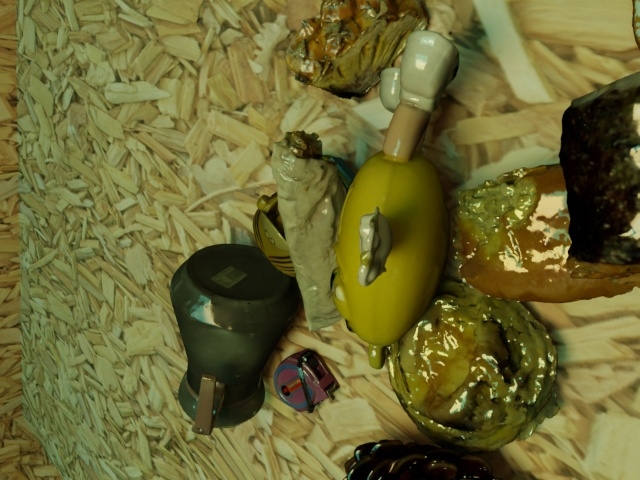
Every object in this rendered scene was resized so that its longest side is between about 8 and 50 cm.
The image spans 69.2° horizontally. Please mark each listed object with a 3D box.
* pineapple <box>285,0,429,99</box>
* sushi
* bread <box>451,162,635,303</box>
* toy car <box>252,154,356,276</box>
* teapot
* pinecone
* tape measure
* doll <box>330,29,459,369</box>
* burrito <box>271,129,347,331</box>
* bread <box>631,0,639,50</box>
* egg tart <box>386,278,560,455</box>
[{"bbox_3d":[0.050,-0.307,0.728,0.236,0.186,0.115,-34,68,-5],"label":"pineapple"},{"bbox_3d":[0.376,-0.059,0.370,0.234,0.348,0.208,-177,80,-81],"label":"sushi"},{"bbox_3d":[0.294,-0.010,0.591,0.250,0.133,0.179,-6,99,42],"label":"bread"},{"bbox_3d":[-0.037,-0.039,0.854,0.200,0.142,0.248,48,125,23],"label":"toy car"},{"bbox_3d":[-0.191,0.213,0.958,0.253,0.300,0.344,12,119,1],"label":"teapot"},{"bbox_3d":[0.169,0.453,0.712,0.298,0.242,0.296,37,152,1],"label":"pinecone"},{"bbox_3d":[-0.034,0.297,0.971,0.118,0.074,0.125,-40,78,33],"label":"tape measure"},{"bbox_3d":[0.105,-0.056,0.635,0.161,0.348,0.424,10,70,14],"label":"doll"},{"bbox_3d":[0.000,0.000,0.745,0.076,0.117,0.392,37,148,42],"label":"burrito"},{"bbox_3d":[0.393,-0.296,0.494,0.103,0.065,0.188,11,105,44],"label":"bread"},{"bbox_3d":[0.212,0.199,0.713,0.297,0.132,0.298,4,96,39],"label":"egg tart"}]
